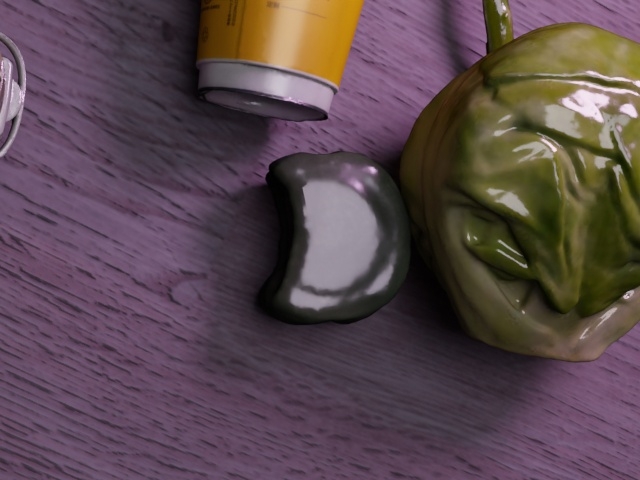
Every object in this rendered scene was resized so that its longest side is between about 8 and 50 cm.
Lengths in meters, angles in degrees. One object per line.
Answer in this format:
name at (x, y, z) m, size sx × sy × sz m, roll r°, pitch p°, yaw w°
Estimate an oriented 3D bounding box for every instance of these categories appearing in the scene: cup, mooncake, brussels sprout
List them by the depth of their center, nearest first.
cup at (-0.030, -0.263, 1.414) m, size 0.196 × 0.196 × 0.280 m, roll 11°, pitch 86°, yaw -19°
brussels sprout at (0.225, -0.051, 1.416) m, size 0.328 × 0.247 × 0.328 m, roll 2°, pitch 109°, yaw 6°
mooncake at (0.000, 0.000, 1.421) m, size 0.168 × 0.104 × 0.175 m, roll 38°, pitch 73°, yaw -15°

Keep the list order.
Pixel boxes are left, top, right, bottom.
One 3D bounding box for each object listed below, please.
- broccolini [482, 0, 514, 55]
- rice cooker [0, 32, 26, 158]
broccolini at (0.191, -0.279, 1.546) m, size 0.074 × 0.079 × 0.392 m, roll -5°, pitch 98°, yaw -26°
rice cooker at (-0.364, -0.140, 1.292) m, size 0.206 × 0.127 × 0.145 m, roll 8°, pitch 80°, yaw -11°
